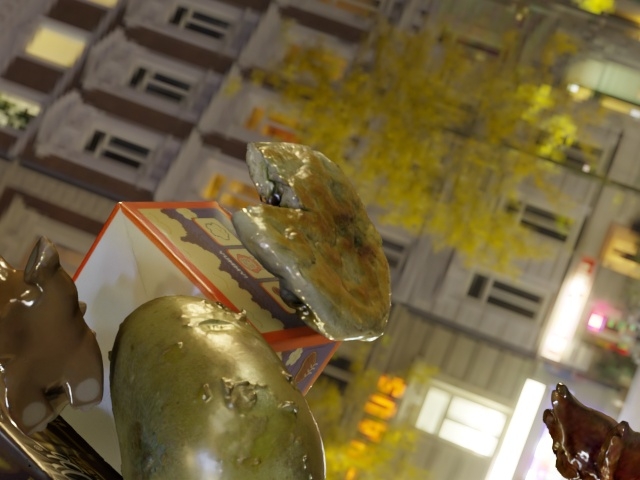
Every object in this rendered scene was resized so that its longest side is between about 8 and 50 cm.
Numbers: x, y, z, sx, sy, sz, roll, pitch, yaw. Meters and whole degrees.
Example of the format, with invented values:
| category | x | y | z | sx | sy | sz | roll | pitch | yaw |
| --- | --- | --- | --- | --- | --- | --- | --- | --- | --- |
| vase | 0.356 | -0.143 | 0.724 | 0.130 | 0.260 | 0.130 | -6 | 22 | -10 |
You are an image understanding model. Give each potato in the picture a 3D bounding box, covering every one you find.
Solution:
| category | x | y | z | sx | sy | sz | roll | pitch | yaw |
| --- | --- | --- | --- | --- | --- | --- | --- | --- | --- |
| potato | -0.134 | 0.213 | 1.593 | 0.219 | 0.359 | 0.269 | 0 | -37 | -36 |

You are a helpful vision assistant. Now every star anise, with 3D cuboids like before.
| category | x | y | z | sx | sy | sz | roll | pitch | yaw |
| --- | --- | --- | --- | --- | --- | --- | --- | --- | --- |
| star anise | 0.302 | 0.257 | 1.290 | 0.088 | 0.288 | 0.288 | -37 | -21 | -13 |

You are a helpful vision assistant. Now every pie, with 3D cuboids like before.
| category | x | y | z | sx | sy | sz | roll | pitch | yaw |
| --- | --- | --- | --- | --- | --- | --- | --- | --- | --- |
| pie | 0.000 | 0.000 | 1.906 | 0.075 | 0.337 | 0.337 | -36 | 6 | 28 |

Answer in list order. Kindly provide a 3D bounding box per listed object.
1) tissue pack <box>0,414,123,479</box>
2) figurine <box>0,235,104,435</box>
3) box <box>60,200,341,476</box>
| category | x | y | z | sx | sy | sz | roll | pitch | yaw |
| --- | --- | --- | --- | --- | --- | --- | --- | --- | --- |
| tissue pack | -0.395 | 0.346 | 1.760 | 0.198 | 0.370 | 0.210 | 29 | -89 | -47 |
| figurine | -0.359 | 0.108 | 1.576 | 0.177 | 0.173 | 0.247 | -41 | -47 | -15 |
| box | -0.204 | 0.167 | 1.966 | 0.348 | 0.318 | 0.257 | -57 | -24 | 20 |
